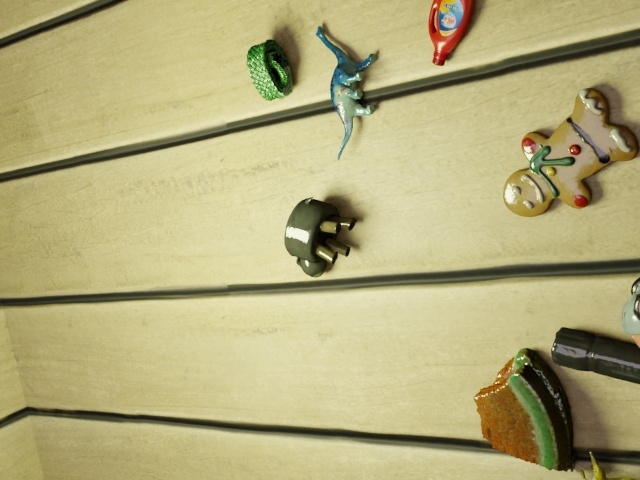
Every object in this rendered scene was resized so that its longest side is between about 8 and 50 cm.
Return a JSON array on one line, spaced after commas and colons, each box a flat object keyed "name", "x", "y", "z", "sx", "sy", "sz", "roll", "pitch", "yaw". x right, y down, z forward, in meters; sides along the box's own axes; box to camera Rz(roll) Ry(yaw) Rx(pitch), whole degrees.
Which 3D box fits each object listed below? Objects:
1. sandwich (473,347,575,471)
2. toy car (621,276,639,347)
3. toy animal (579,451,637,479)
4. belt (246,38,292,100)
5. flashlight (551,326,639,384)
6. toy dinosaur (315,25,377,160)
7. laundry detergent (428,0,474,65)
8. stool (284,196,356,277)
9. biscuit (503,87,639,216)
[{"name": "sandwich", "x": 0.459, "y": 0.391, "z": 1.664, "sx": 0.212, "sy": 0.109, "sz": 0.292, "roll": 2, "pitch": 103, "yaw": 32}, {"name": "toy car", "x": 0.718, "y": 0.145, "z": 1.377, "sx": 0.271, "sy": 0.180, "sz": 0.212, "roll": -31, "pitch": 85, "yaw": 22}, {"name": "toy animal", "x": 0.598, "y": 0.527, "z": 1.608, "sx": 0.219, "sy": 0.095, "sz": 0.155, "roll": -21, "pitch": 89, "yaw": -3}, {"name": "belt", "x": -0.116, "y": -0.423, "z": 1.831, "sx": 0.079, "sy": 0.121, "sz": 0.151, "roll": -8, "pitch": 109, "yaw": 29}, {"name": "flashlight", "x": 0.683, "y": 0.263, "z": 1.503, "sx": 0.424, "sy": 0.103, "sz": 0.103, "roll": 11, "pitch": 107, "yaw": 33}, {"name": "toy dinosaur", "x": 0.068, "y": -0.364, "z": 1.754, "sx": 0.144, "sy": 0.076, "sz": 0.329, "roll": -7, "pitch": 95, "yaw": 41}, {"name": "laundry detergent", "x": 0.274, "y": -0.466, "z": 1.609, "sx": 0.097, "sy": 0.049, "sz": 0.165, "roll": 31, "pitch": 118, "yaw": 31}, {"name": "stool", "x": 0.005, "y": -0.006, "z": 1.853, "sx": 0.139, "sy": 0.153, "sz": 0.228, "roll": 18, "pitch": 154, "yaw": 25}, {"name": "biscuit", "x": 0.504, "y": -0.158, "z": 1.539, "sx": 0.301, "sy": 0.049, "sz": 0.197, "roll": -44, "pitch": 75, "yaw": 33}]
